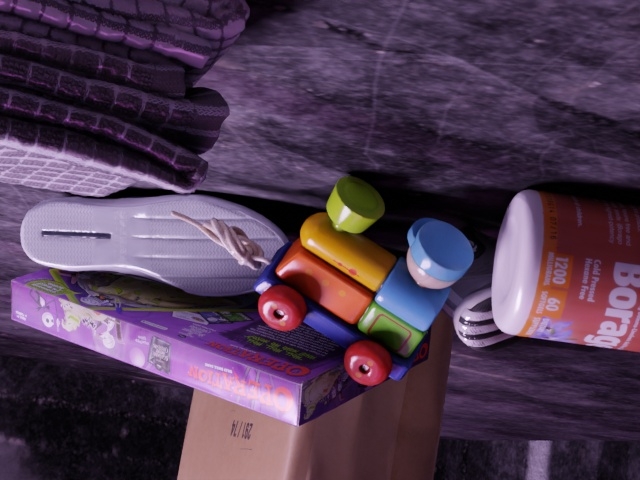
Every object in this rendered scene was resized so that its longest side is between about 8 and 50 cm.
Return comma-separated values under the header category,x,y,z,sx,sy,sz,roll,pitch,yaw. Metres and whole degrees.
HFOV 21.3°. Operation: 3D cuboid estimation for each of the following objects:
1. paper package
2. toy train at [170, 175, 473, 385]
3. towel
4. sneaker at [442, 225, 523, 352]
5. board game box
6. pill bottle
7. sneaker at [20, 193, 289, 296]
category,x,y,z,sx,sy,sz,roll,pitch,yaw
paper package,-0.009,0.179,1.816,0.168,0.309,0.325,15,166,-21
toy train,0.000,0.000,1.445,0.248,0.105,0.143,33,128,0
towel,-0.210,-0.096,1.049,0.284,0.121,0.235,11,169,-21
sneaker,0.192,0.020,1.538,0.229,0.086,0.132,-11,-145,-30
board game box,-0.095,0.074,1.598,0.347,0.056,0.208,17,-161,33
pill bottle,0.258,0.031,1.397,0.216,0.121,0.121,8,169,-5
sneaker,-0.148,-0.005,1.600,0.258,0.094,0.091,9,-172,11
